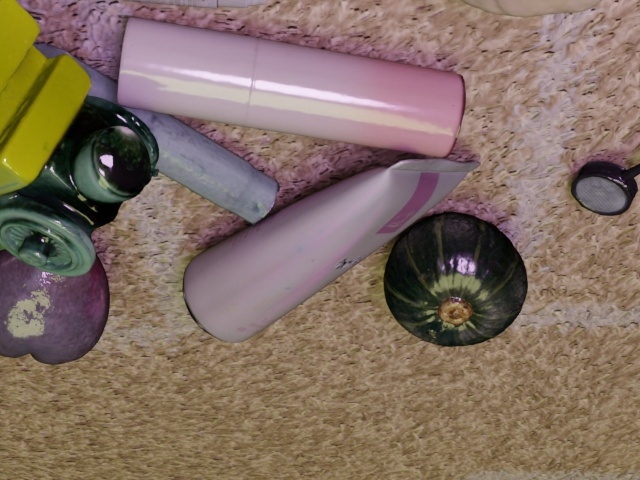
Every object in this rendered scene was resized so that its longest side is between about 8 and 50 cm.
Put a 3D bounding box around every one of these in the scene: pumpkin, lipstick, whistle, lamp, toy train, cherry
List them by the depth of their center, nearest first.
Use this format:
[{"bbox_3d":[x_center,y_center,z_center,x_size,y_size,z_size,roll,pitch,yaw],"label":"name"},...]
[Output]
[{"bbox_3d":[-0.361,-0.079,0.928,0.442,0.179,0.272,-11,136,38],"label":"toy train"},{"bbox_3d":[-0.028,-0.147,0.960,0.326,0.087,0.087,9,138,-9],"label":"lipstick"},{"bbox_3d":[0.399,-0.143,0.981,0.130,0.108,0.371,30,145,-1],"label":"lamp"},{"bbox_3d":[-0.179,-0.111,1.025,0.312,0.062,0.062,30,131,-30],"label":"whistle"},{"bbox_3d":[0.154,0.046,1.148,0.167,0.125,0.167,-1,137,-1],"label":"pumpkin"},{"bbox_3d":[-0.335,0.065,1.174,0.176,0.140,0.176,-7,120,-12],"label":"cherry"}]

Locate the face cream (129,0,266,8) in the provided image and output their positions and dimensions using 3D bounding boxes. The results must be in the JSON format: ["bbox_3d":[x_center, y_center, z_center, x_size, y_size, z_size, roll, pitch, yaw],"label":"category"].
[{"bbox_3d":[-0.114,-0.231,0.905,0.130,0.034,0.034,5,139,-3],"label":"face cream"}]

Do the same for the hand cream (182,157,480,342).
[{"bbox_3d":[0.000,0.000,1.103,0.358,0.118,0.185,-30,164,31],"label":"hand cream"}]

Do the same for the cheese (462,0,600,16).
[{"bbox_3d":[0.182,-0.298,0.754,0.159,0.093,0.263,13,125,-6],"label":"cheese"}]
